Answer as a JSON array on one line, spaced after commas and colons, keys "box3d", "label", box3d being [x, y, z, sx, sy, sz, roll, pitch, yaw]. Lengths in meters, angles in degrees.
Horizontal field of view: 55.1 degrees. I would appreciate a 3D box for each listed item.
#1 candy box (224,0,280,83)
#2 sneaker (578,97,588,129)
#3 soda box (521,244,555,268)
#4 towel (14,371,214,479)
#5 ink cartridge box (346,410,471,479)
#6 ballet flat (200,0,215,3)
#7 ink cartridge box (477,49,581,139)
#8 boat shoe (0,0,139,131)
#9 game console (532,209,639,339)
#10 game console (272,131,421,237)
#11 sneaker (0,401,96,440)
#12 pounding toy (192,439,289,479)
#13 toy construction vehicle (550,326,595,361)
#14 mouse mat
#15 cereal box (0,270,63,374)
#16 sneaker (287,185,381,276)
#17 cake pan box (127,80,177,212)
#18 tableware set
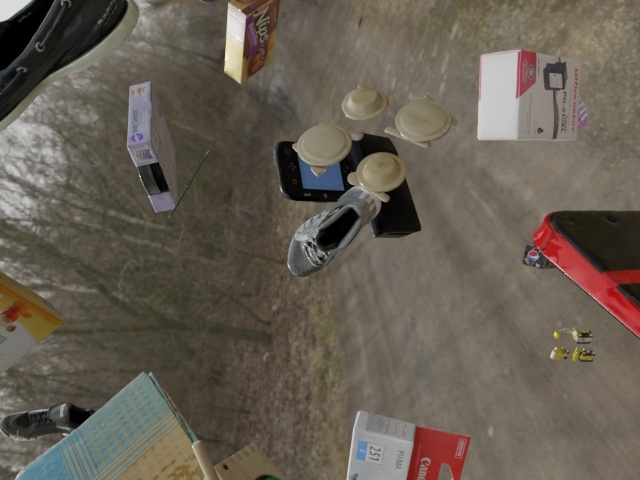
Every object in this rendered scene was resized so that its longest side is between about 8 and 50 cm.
[{"box3d": [-0.143, -0.431, 1.279, 0.109, 0.053, 0.187, -45, -12, -30], "label": "candy box"}, {"box3d": [0.691, -0.424, 1.803, 0.095, 0.236, 0.104, -43, 8, 30], "label": "sneaker"}, {"box3d": [0.597, 0.043, 1.630, 0.060, 0.168, 0.053, 16, 99, 39], "label": "soda box"}, {"box3d": [-0.279, 0.360, 0.842, 0.370, 0.271, 0.040, 30, 154, 51], "label": "towel"}, {"box3d": [0.194, 0.551, 1.433, 0.066, 0.260, 0.297, -64, -19, -58], "label": "ink cartridge box"}, {"box3d": [-0.194, -0.455, 0.921, 0.070, 0.070, 0.189, -113, 15, -66], "label": "ballet flat"}, {"box3d": [0.441, -0.296, 1.285, 0.100, 0.237, 0.172, 10, 103, 49], "label": "ink cartridge box"}, {"box3d": [-0.400, -0.238, 0.781, 0.113, 0.339, 0.127, 47, -158, -53], "label": "boat shoe"}, {"box3d": [0.556, 0.064, 0.944, 0.342, 0.386, 0.060, -120, 37, -46], "label": "game console"}, {"box3d": [0.053, -0.107, 1.148, 0.043, 0.361, 0.213, -27, 74, 40], "label": "game console"}, {"box3d": [-0.673, 0.448, 1.544, 0.106, 0.234, 0.078, -53, 39, 33], "label": "sneaker"}, {"box3d": [-0.082, 0.273, 0.602, 0.141, 0.130, 0.100, -56, -22, 20], "label": "pounding toy"}, {"box3d": [0.555, 0.227, 1.347, 0.035, 0.098, 0.086, -92, 0, -52], "label": "toy construction vehicle"}, {"box3d": [-0.264, -0.133, 1.279, 0.153, 0.007, 0.190, -56, 14, 14], "label": "mouse mat"}, {"box3d": [-0.470, 0.140, 0.764, 0.240, 0.047, 0.173, -42, -28, -9], "label": "cereal box"}, {"box3d": [0.000, 0.000, 1.048, 0.229, 0.086, 0.132, -46, 1, 29], "label": "sneaker"}, {"box3d": [-0.443, -0.243, 1.634, 0.246, 0.070, 0.267, 80, 178, -51], "label": "cake pan box"}, {"box3d": [0.061, -0.121, 0.707, 0.169, 0.141, 0.020, -48, -27, -20], "label": "tableware set"}]
